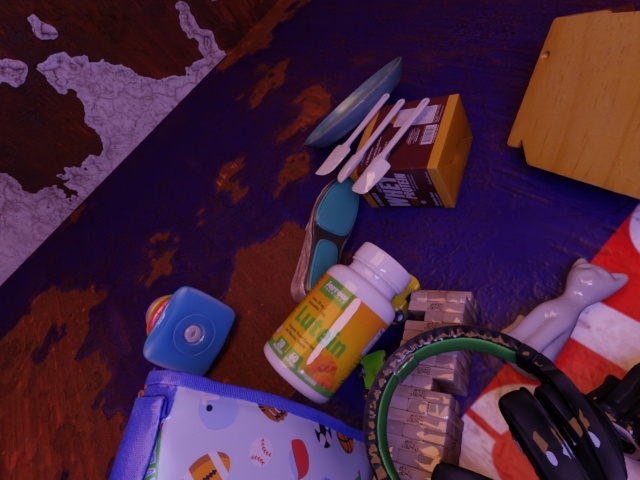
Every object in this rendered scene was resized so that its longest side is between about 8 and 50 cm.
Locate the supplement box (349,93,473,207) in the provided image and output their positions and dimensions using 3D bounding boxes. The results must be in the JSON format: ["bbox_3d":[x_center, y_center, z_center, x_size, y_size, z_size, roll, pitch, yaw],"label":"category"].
[{"bbox_3d":[0.195,-0.182,0.863,0.194,0.129,0.192,4,61,37],"label":"supplement box"}]

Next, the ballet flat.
[{"bbox_3d":[0.000,0.000,0.890,0.106,0.107,0.316,-29,35,54],"label":"ballet flat"}]

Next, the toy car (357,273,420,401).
[{"bbox_3d":[0.092,0.191,0.713,0.238,0.053,0.225,-26,47,18],"label":"toy car"}]

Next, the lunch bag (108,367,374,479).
[{"bbox_3d":[-0.107,0.365,0.488,0.238,0.385,0.328,-13,53,27],"label":"lunch bag"}]

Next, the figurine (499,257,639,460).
[{"bbox_3d":[0.383,0.130,0.542,0.209,0.092,0.215,-40,43,-8],"label":"figurine"}]

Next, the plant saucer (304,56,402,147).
[{"bbox_3d":[0.089,-0.341,1.038,0.317,0.044,0.318,-39,18,15],"label":"plant saucer"}]

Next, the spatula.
[{"bbox_3d":[0.112,-0.208,0.837,0.242,0.019,0.168,-51,39,-7],"label":"spatula"}]

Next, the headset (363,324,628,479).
[{"bbox_3d":[0.227,0.274,0.450,0.243,0.185,0.394,-43,47,-8],"label":"headset"}]

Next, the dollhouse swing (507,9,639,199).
[{"bbox_3d":[0.574,-0.225,0.637,0.347,0.304,0.315,-131,51,-58],"label":"dollhouse swing"}]

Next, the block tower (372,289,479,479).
[{"bbox_3d":[0.163,0.233,0.606,0.097,0.091,0.336,-3,57,34],"label":"block tower"}]

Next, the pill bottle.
[{"bbox_3d":[0.034,0.126,0.664,0.246,0.136,0.136,-50,45,-6],"label":"pill bottle"}]

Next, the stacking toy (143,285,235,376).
[{"bbox_3d":[-0.357,0.190,0.983,0.301,0.165,0.175,7,66,54],"label":"stacking toy"}]
